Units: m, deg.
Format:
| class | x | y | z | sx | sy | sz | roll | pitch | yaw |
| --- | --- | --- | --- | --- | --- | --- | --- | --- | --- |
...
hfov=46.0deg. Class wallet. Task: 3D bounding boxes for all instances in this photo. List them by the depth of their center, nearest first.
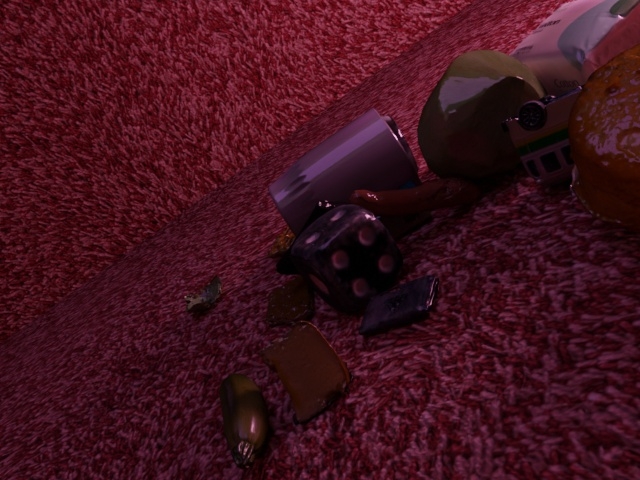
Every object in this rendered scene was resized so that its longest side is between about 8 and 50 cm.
| class | x | y | z | sx | sy | sz | roll | pitch | yaw |
| --- | --- | --- | --- | --- | --- | --- | --- | --- | --- |
| wallet | 0.156 | 0.132 | 1.496 | 0.166 | 0.030 | 0.111 | -24 | 26 | 34 |
| wallet | 0.000 | 0.000 | 1.821 | 0.250 | 0.149 | 0.044 | -58 | 45 | 36 |

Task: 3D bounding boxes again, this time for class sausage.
| class | x | y | z | sx | sy | sz | roll | pitch | yaw |
| --- | --- | --- | --- | --- | --- | --- | --- | --- | --- |
| sausage | 0.215 | -0.096 | 1.709 | 0.304 | 0.078 | 0.078 | -9 | 16 | -10 |

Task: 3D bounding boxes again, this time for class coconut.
| class | x | y | z | sx | sy | sz | roll | pitch | yaw |
| --- | --- | --- | --- | --- | --- | --- | --- | --- | --- |
| coconut | 0.378 | -0.287 | 1.747 | 0.328 | 0.281 | 0.328 | -19 | -16 | -6 |
| coconut | -0.347 | 0.170 | 2.229 | 0.133 | 0.055 | 0.158 | -20 | 22 | 41 |

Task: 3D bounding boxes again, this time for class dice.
| class | x | y | z | sx | sy | sz | roll | pitch | yaw |
| --- | --- | --- | --- | --- | --- | --- | --- | --- | --- |
| dice | 0.057 | 0.038 | 1.654 | 0.183 | 0.182 | 0.181 | -42 | 21 | -16 |

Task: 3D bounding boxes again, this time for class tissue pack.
| class | x | y | z | sx | sy | sz | roll | pitch | yaw |
| --- | --- | --- | --- | --- | --- | --- | --- | --- | --- |
| tissue pack | 0.643 | -0.447 | 1.804 | 0.266 | 0.194 | 0.356 | -44 | 20 | -7 |
| tissue pack | 0.179 | -0.061 | 1.841 | 0.169 | 0.082 | 0.120 | -33 | 18 | 9 |

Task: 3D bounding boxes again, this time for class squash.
| class | x | y | z | sx | sy | sz | roll | pitch | yaw |
| --- | --- | --- | --- | --- | --- | --- | --- | --- | --- |
| squash | -0.144 | 0.333 | 1.435 | 0.094 | 0.094 | 0.341 | -36 | 16 | -1 |

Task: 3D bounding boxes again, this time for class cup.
| class | x | y | z | sx | sy | sz | roll | pitch | yaw |
| --- | --- | --- | --- | --- | --- | --- | --- | --- | --- |
| cup | 0.070 | -0.153 | 1.980 | 0.371 | 0.253 | 0.253 | -33 | 19 | 5 |

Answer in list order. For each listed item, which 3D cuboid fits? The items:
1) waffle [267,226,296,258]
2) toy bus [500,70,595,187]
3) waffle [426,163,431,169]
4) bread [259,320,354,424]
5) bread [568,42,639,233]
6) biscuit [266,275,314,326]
| class | x | y | z | sx | sy | sz | roll | pitch | yaw |
| --- | --- | --- | --- | --- | --- | --- | --- | --- | --- |
| waffle | -0.046 | -0.037 | 2.214 | 0.243 | 0.059 | 0.238 | -26 | 20 | 28 |
| toy bus | 0.538 | -0.232 | 1.485 | 0.305 | 0.179 | 0.143 | -22 | 1 | 35 |
| waffle | 0.376 | -0.252 | 2.012 | 0.211 | 0.055 | 0.160 | -35 | 17 | -1 |
| bread | -0.014 | 0.263 | 1.435 | 0.140 | 0.169 | 0.160 | -36 | 59 | 0 |
| bread | 0.564 | -0.178 | 1.197 | 0.358 | 0.204 | 0.337 | 13 | 59 | 50 |
| biscuit | -0.074 | 0.156 | 1.840 | 0.131 | 0.026 | 0.237 | -33 | 19 | 11 |
